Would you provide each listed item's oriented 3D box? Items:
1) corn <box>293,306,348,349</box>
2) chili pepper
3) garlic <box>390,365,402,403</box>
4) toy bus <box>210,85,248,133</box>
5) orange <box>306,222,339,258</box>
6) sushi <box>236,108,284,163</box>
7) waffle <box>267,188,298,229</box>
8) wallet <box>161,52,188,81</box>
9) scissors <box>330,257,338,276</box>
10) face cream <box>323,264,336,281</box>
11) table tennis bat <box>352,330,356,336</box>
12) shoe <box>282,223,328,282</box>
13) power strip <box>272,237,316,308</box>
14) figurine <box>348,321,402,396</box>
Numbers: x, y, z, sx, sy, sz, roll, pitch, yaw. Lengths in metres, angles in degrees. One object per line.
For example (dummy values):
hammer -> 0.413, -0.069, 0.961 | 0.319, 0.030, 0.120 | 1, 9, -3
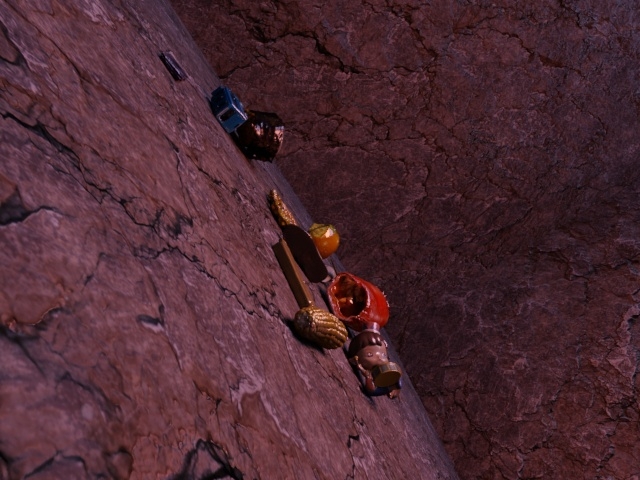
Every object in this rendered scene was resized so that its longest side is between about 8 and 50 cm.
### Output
corn -> -0.002, 0.238, 1.385 | 0.101, 0.101, 0.292 | 60, 8, 23
chili pepper -> 0.158, 0.257, 2.172 | 0.305, 0.229, 0.251 | 50, 26, -66
garlic -> 0.335, 0.649, 2.336 | 0.129, 0.148, 0.266 | 17, -16, 33
toy bus -> -0.416, -0.591, 2.295 | 0.134, 0.114, 0.246 | 47, 12, -38
orange -> 0.002, 0.005, 2.410 | 0.158, 0.179, 0.237 | 62, -4, -9
sushi -> -0.289, -0.495, 2.415 | 0.348, 0.208, 0.234 | -131, -129, -66
waffle -> -0.147, -0.091, 2.225 | 0.281, 0.058, 0.300 | 56, 3, -45
wallet -> -0.525, -0.623, 1.836 | 0.111, 0.030, 0.166 | 52, 5, -19
scissors -> 0.110, 0.244, 2.435 | 0.192, 0.029, 0.447 | -111, 180, -52
face cream -> 0.009, 0.148, 2.362 | 0.114, 0.070, 0.224 | 60, 13, 21
table tennis bat -> 0.167, 0.450, 2.328 | 0.083, 0.007, 0.050 | 60, 5, 1
shoe -> -0.063, 0.042, 2.001 | 0.274, 0.103, 0.098 | 63, 1, -28
power strip -> -0.087, 0.109, 1.622 | 0.305, 0.044, 0.064 | 63, 7, 33
figurine -> 0.185, 0.411, 1.801 | 0.161, 0.158, 0.275 | 8, 37, -29
